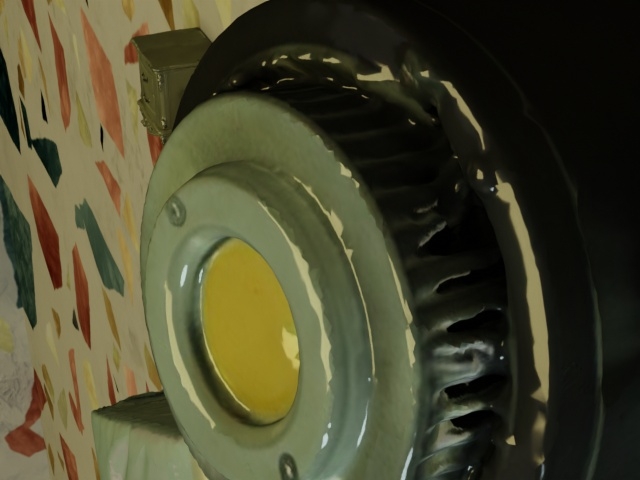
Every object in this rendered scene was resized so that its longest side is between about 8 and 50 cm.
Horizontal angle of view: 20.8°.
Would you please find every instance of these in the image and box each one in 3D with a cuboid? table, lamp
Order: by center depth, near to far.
[{"bbox_3d":[0.068,0.005,0.622,0.374,0.272,0.205,-177,78,-73],"label":"lamp"},{"bbox_3d":[-0.120,-0.126,1.483,0.079,0.062,0.083,-128,30,-56],"label":"table"}]

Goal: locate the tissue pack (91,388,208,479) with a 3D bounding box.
[{"bbox_3d":[0.003,0.291,1.130,0.332,0.205,0.405,175,83,-73],"label":"tissue pack"}]
